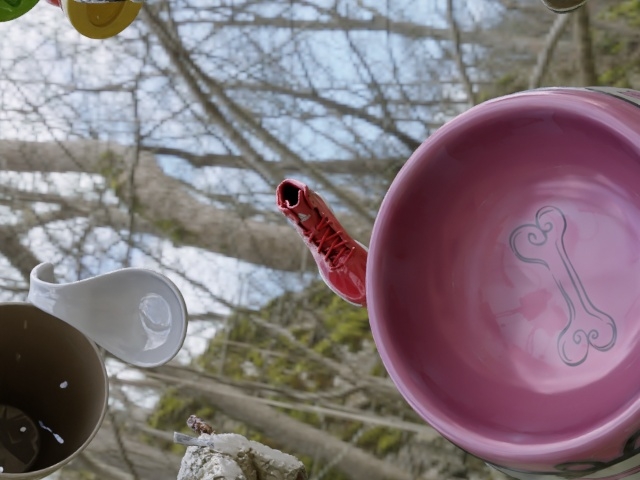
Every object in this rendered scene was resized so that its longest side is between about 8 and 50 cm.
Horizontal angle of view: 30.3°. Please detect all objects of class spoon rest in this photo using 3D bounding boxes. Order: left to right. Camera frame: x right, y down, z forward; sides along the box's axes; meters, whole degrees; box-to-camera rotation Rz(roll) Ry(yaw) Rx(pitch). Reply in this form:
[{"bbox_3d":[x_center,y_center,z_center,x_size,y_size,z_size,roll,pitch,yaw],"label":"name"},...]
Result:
[{"bbox_3d":[-0.299,0.090,1.627,0.084,0.276,0.137,-13,-67,-60],"label":"spoon rest"}]

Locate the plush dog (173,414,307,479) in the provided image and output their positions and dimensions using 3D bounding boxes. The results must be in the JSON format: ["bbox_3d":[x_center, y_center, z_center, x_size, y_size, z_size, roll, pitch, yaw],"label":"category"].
[{"bbox_3d":[-0.183,0.436,1.960,0.262,0.210,0.226,-1,-62,-56],"label":"plush dog"}]

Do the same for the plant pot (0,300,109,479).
[{"bbox_3d":[-0.460,0.261,1.739,0.256,0.256,0.274,-58,1,-33],"label":"plant pot"}]

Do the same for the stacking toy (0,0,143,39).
[{"bbox_3d":[-0.352,-0.417,1.487,0.279,0.130,0.309,-12,-51,-43],"label":"stacking toy"}]

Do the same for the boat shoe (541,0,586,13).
[{"bbox_3d":[0.242,-0.327,1.209,0.073,0.080,0.224,49,-147,-69],"label":"boat shoe"}]

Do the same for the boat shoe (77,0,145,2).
[{"bbox_3d":[-0.126,-0.166,0.737,0.075,0.065,0.206,-47,1,7],"label":"boat shoe"}]

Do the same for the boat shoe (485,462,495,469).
[{"bbox_3d":[0.317,0.252,1.519,0.070,0.219,0.078,34,-133,-62],"label":"boat shoe"}]

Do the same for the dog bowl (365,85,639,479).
[{"bbox_3d":[0.220,0.039,1.124,0.150,0.407,0.408,12,-95,-55],"label":"dog bowl"}]

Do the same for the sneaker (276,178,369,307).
[{"bbox_3d":[0.000,0.000,1.708,0.087,0.221,0.128,-45,-30,6],"label":"sneaker"}]
